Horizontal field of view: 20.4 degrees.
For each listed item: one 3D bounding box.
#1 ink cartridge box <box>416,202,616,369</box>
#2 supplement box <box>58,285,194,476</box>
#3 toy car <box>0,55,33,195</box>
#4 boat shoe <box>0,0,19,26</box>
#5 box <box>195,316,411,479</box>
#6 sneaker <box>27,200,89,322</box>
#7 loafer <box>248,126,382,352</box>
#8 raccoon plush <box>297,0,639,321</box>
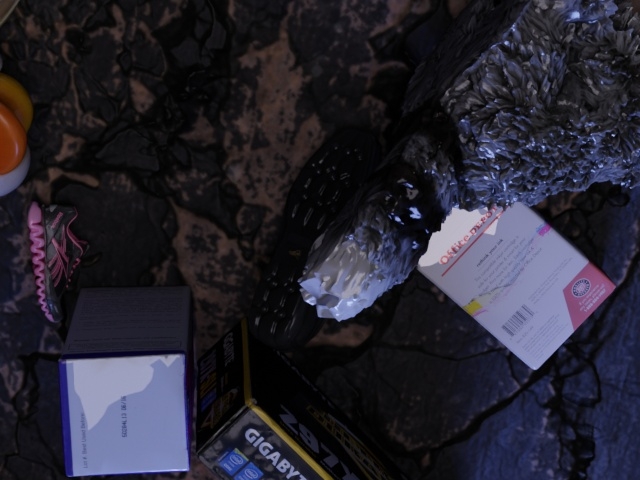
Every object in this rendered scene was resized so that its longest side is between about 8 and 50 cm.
[{"bbox_3d":[0.168,0.014,1.693,0.198,0.067,0.115,41,99,-13],"label":"ink cartridge box"},{"bbox_3d":[-0.173,0.123,1.626,0.114,0.220,0.111,-2,105,-4],"label":"supplement box"},{"bbox_3d":[-0.347,-0.087,1.590,0.182,0.136,0.159,-12,126,0],"label":"toy car"},{"bbox_3d":[-0.282,-0.317,1.567,0.109,0.098,0.302,22,102,-8],"label":"boat shoe"},{"bbox_3d":[0.019,0.236,1.646,0.079,0.257,0.322,-43,102,8],"label":"box"},{"bbox_3d":[-0.246,0.019,1.689,0.057,0.047,0.119,-7,106,-13],"label":"sneaker"},{"bbox_3d":[0.000,0.000,1.682,0.076,0.078,0.223,23,89,27],"label":"loafer"},{"bbox_3d":[0.206,-0.045,1.584,0.299,0.216,0.446,39,84,-13],"label":"raccoon plush"}]
